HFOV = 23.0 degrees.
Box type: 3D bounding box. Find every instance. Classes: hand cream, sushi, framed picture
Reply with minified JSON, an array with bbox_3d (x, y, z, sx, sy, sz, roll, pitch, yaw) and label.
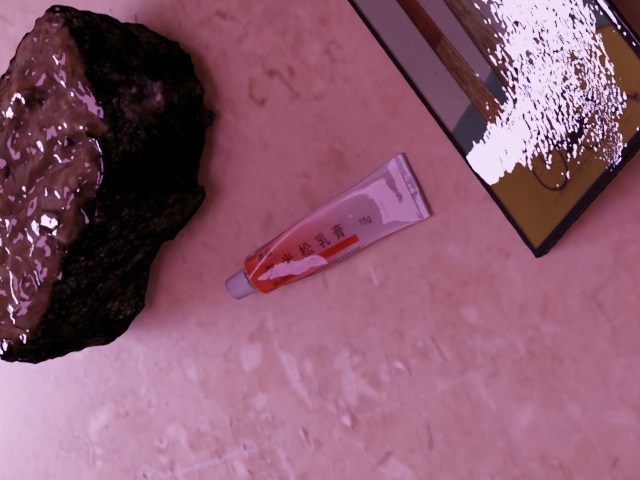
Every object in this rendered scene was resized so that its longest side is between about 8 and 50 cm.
[{"bbox_3d":[0.001,0.001,1.367,0.216,0.038,0.052,-31,108,32],"label":"hand cream"},{"bbox_3d":[-0.239,-0.040,1.443,0.211,0.171,0.350,42,119,24],"label":"sushi"},{"bbox_3d":[0.122,-0.169,1.193,0.324,0.013,0.244,55,150,15],"label":"framed picture"}]
